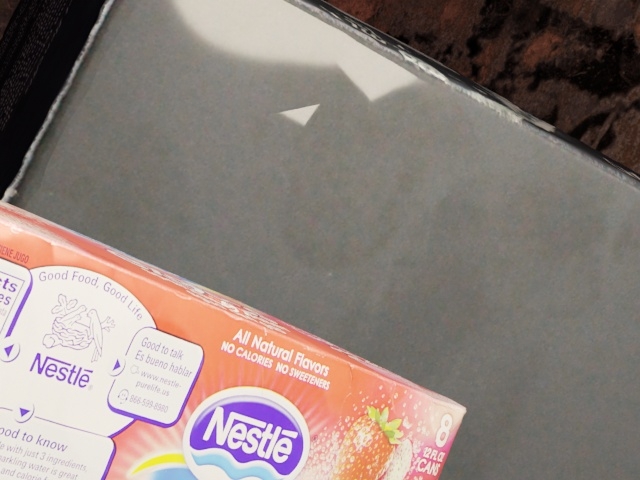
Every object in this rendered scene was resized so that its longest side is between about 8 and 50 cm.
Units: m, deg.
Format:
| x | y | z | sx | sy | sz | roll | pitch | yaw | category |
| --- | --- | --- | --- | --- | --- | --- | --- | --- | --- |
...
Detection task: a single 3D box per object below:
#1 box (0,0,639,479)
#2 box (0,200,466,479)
| x | y | z | sx | sy | sz | roll | pitch | yaw | category |
| --- | --- | --- | --- | --- | --- | --- | --- | --- | --- |
| 0.000 | 0.000 | 0.944 | 0.480 | 0.297 | 0.472 | 25 | 11 | -20 | box |
| -0.085 | 0.064 | 0.431 | 0.122 | 0.128 | 0.257 | 22 | -3 | 43 | box |
